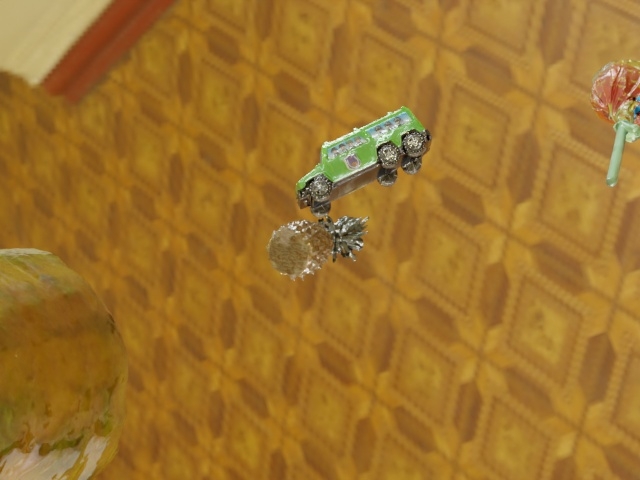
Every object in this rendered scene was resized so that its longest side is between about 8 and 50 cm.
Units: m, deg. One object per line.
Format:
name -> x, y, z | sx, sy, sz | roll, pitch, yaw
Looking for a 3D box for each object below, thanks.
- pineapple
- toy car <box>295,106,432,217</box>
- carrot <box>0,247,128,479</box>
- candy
pineapple -> 0.000, 0.000, 1.389 | 0.058, 0.124, 0.058 | 7, 104, 28
toy car -> 0.043, -0.087, 1.601 | 0.062, 0.165, 0.071 | 62, 172, 16
carrot -> -0.320, 0.131, 1.210 | 0.241, 0.340, 0.241 | 5, 99, 35
candy -> 0.233, -0.087, 1.122 | 0.060, 0.201, 0.060 | 7, 120, 12
